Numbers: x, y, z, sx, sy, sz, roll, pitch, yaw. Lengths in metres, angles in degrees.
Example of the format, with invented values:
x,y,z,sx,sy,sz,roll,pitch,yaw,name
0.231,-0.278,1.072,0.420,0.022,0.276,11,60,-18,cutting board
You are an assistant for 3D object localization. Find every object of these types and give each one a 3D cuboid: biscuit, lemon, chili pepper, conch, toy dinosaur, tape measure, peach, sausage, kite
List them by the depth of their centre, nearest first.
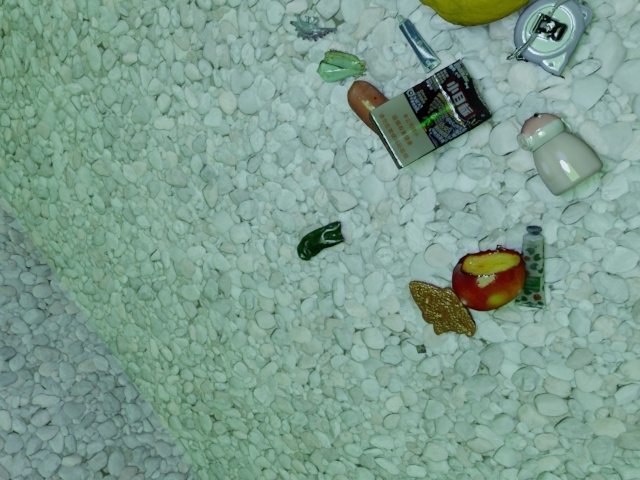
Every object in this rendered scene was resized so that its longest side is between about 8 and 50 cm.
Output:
x,y,z,sx,sy,sz,roll,pitch,yaw,name
0.421,-0.724,1.206,0.336,0.336,0.336,8,109,24,lemon
0.616,-0.561,1.271,0.178,0.105,0.196,24,116,18,tape measure
0.529,0.111,1.474,0.196,0.190,0.226,55,129,29,peach
0.188,-0.413,1.523,0.259,0.113,0.113,45,119,7,sausage
0.068,-0.583,1.554,0.170,0.079,0.105,-3,111,11,conch
-0.024,-0.710,1.572,0.209,0.039,0.082,22,118,30,toy dinosaur
0.425,0.237,1.647,0.280,0.043,0.183,39,115,16,biscuit
0.359,0.402,1.751,0.078,0.002,0.044,7,108,23,kite
-0.001,0.000,1.771,0.224,0.061,0.098,-33,83,32,chili pepper

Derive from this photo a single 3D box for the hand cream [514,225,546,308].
x,y,z,sx,sy,sz,roll,pitch,yaw,name
0.666,0.089,1.478,0.095,0.059,0.276,4,112,27,hand cream

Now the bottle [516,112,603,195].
x,y,z,sx,sy,sz,roll,pitch,yaw,name
0.661,-0.258,1.326,0.147,0.147,0.236,-38,80,30,bottle

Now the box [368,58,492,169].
x,y,z,sx,sy,sz,roll,pitch,yaw,name
0.325,-0.372,1.411,0.310,0.084,0.198,-30,90,3,box

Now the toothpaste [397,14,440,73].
x,y,z,sx,sy,sz,roll,pitch,yaw,name
0.296,-0.614,1.451,0.057,0.035,0.197,-33,93,35,toothpaste
